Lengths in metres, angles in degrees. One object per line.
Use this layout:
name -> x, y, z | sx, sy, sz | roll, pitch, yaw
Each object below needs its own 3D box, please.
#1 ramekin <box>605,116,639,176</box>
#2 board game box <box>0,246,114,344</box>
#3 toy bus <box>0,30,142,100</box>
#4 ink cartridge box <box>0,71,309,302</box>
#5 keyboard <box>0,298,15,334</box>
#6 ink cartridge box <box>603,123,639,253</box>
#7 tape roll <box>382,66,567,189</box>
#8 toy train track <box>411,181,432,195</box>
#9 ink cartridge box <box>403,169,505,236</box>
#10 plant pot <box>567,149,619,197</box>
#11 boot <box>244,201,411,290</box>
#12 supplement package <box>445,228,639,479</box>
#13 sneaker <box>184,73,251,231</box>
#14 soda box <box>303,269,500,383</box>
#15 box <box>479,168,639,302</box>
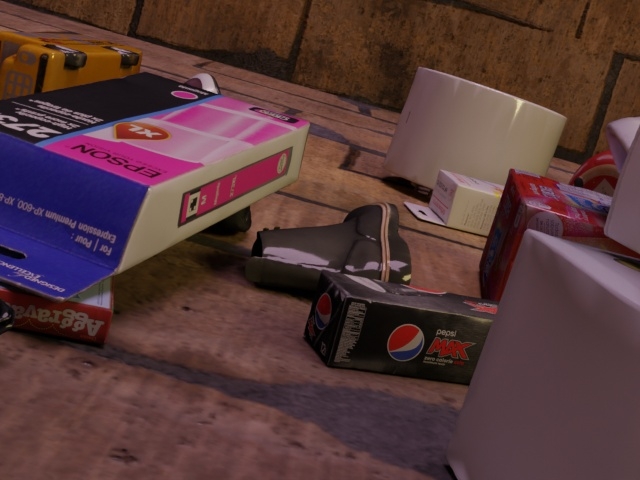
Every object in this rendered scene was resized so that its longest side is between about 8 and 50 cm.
ramekin -> 0.369, -0.006, 0.889 | 0.135, 0.277, 0.277 | -27, 6, 12
board game box -> -0.221, 0.000, 0.739 | 0.145, 0.027, 0.281 | 14, 13, -14
toy bus -> -0.323, -0.200, 1.292 | 0.130, 0.108, 0.332 | 17, 13, 7
ink cartridge box -> -0.157, -0.059, 0.777 | 0.176, 0.069, 0.371 | 19, 23, 16
keyboard -> -0.268, 0.018, 0.569 | 0.192, 0.038, 0.100 | 33, 31, 23
ink cartridge box -> 0.267, 0.004, 0.488 | 0.159, 0.092, 0.218 | 12, 16, -22
tape roll -> 0.238, -0.152, 1.591 | 0.246, 0.169, 0.246 | 20, 8, -3
toy train track -> 0.173, -0.075, 1.580 | 0.083, 0.014, 0.048 | 13, 11, -33
ink cartridge box -> 0.215, -0.048, 1.400 | 0.181, 0.061, 0.104 | 13, 13, -11
plant pot -> 0.411, -0.027, 1.290 | 0.174, 0.191, 0.191 | -3, 21, -33
boot -> 0.000, 0.000, 0.922 | 0.137, 0.076, 0.198 | 9, 12, -7
supplement package -> 0.203, 0.107, 0.519 | 0.203, 0.149, 0.194 | 14, 13, -14
sneaker -> -0.166, -0.078, 1.053 | 0.163, 0.106, 0.281 | -11, 29, -8
soda box -> 0.078, 0.068, 0.756 | 0.169, 0.053, 0.060 | 11, 14, -23
box -> 0.234, 0.016, 1.007 | 0.128, 0.122, 0.257 | 16, 13, 4
